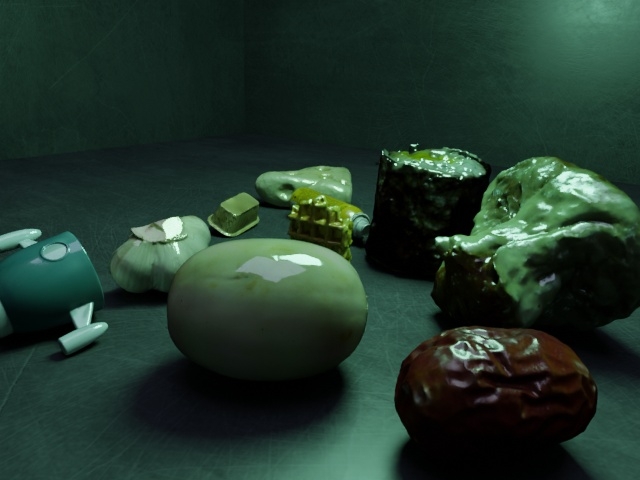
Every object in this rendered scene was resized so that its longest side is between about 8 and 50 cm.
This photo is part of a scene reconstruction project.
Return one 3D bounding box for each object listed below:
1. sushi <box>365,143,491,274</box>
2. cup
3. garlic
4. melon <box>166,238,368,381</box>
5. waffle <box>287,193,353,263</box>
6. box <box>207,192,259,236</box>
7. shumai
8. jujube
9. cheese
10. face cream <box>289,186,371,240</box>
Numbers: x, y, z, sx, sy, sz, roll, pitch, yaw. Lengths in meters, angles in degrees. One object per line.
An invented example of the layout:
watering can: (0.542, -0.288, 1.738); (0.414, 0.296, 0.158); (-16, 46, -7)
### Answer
sushi: (0.274, -0.081, 1.211); (0.299, 0.294, 0.281); (4, 20, 1)
cup: (-0.508, 0.088, 0.848); (0.173, 0.167, 0.299); (-26, 59, -39)
garlic: (-0.325, 0.048, 1.031); (0.143, 0.178, 0.229); (42, 52, 13)
melon: (-0.077, 0.107, 0.744); (0.316, 0.223, 0.223); (1, 19, -9)
waffle: (0.000, 0.000, 1.072); (0.160, 0.211, 0.055); (15, 23, 30)
box: (-0.258, -0.075, 1.438); (0.111, 0.111, 0.177); (11, 25, 24)
shumai: (0.374, 0.038, 0.922); (0.323, 0.324, 0.397); (-21, 24, -14)
jujube: (0.221, 0.196, 0.608); (0.250, 0.174, 0.174); (6, 18, -13)
cheese: (-0.043, -0.210, 1.783); (0.351, 0.130, 0.328); (7, 22, 8)
face cream: (0.035, -0.078, 1.457); (0.105, 0.105, 0.348); (-10, 23, -32)
